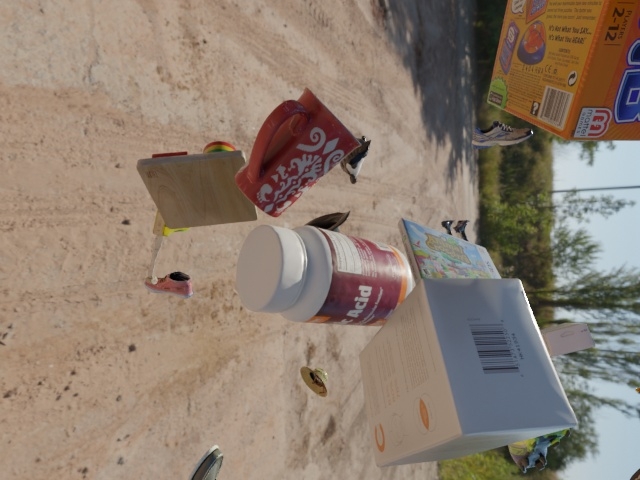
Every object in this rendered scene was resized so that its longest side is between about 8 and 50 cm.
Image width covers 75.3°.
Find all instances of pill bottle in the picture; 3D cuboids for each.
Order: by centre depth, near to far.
[{"bbox_3d":[0.016,0.089,1.000,0.392,0.224,0.223,12,76,-38],"label":"pill bottle"}]

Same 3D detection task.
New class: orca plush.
[{"bbox_3d":[0.077,-0.251,1.259,0.287,0.102,0.151,-82,-175,-75],"label":"orca plush"}]

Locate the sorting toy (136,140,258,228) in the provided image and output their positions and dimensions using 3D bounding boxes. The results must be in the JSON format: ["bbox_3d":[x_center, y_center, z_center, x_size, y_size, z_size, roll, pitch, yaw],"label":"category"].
[{"bbox_3d":[-0.312,-0.151,1.109,0.257,0.256,0.089,90,-7,-56],"label":"sorting toy"}]

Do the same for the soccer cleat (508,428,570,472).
[{"bbox_3d":[0.525,0.463,1.027,0.121,0.094,0.289,-100,-175,-50],"label":"soccer cleat"}]

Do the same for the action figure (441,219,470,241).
[{"bbox_3d":[0.521,0.061,1.539,0.141,0.164,0.275,-8,95,-33],"label":"action figure"}]

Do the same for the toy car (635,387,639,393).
[{"bbox_3d":[0.997,0.519,1.276,0.122,0.041,0.060,-92,-171,-52],"label":"toy car"}]

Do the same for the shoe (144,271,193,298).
[{"bbox_3d":[-0.521,0.140,1.421,0.063,0.178,0.081,-67,167,-54],"label":"shoe"}]

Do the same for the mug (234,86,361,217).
[{"bbox_3d":[-0.050,-0.132,0.608,0.150,0.169,0.113,35,18,-41],"label":"mug"}]

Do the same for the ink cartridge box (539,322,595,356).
[{"bbox_3d":[0.522,0.215,0.905,0.122,0.089,0.052,40,34,-71],"label":"ink cartridge box"}]

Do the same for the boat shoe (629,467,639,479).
[{"bbox_3d":[0.220,0.222,0.205,0.285,0.093,0.102,-53,165,-64],"label":"boat shoe"}]

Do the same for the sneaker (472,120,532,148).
[{"bbox_3d":[0.432,-0.257,0.992,0.052,0.135,0.058,-60,140,-61],"label":"sneaker"}]

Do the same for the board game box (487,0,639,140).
[{"bbox_3d":[0.612,-0.421,0.831,0.356,0.357,0.356,-97,-173,-60],"label":"board game box"}]

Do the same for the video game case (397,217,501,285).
[{"bbox_3d":[0.258,0.050,0.795,0.193,0.213,0.023,-93,-154,-52],"label":"video game case"}]

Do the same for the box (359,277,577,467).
[{"bbox_3d":[0.201,0.235,0.694,0.345,0.169,0.214,110,-22,-55],"label":"box"}]

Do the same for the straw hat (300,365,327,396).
[{"bbox_3d":[-0.007,0.532,1.615,0.061,0.145,0.144,-33,120,-36],"label":"straw hat"}]

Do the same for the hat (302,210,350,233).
[{"bbox_3d":[0.000,0.000,1.686,0.133,0.332,0.331,65,31,-12],"label":"hat"}]

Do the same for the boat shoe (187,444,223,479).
[{"bbox_3d":[-0.362,0.774,1.255,0.304,0.091,0.109,-65,154,1],"label":"boat shoe"}]

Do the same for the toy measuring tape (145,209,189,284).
[{"bbox_3d":[-0.454,-0.024,1.290,0.121,0.122,0.329,17,83,-63],"label":"toy measuring tape"}]
